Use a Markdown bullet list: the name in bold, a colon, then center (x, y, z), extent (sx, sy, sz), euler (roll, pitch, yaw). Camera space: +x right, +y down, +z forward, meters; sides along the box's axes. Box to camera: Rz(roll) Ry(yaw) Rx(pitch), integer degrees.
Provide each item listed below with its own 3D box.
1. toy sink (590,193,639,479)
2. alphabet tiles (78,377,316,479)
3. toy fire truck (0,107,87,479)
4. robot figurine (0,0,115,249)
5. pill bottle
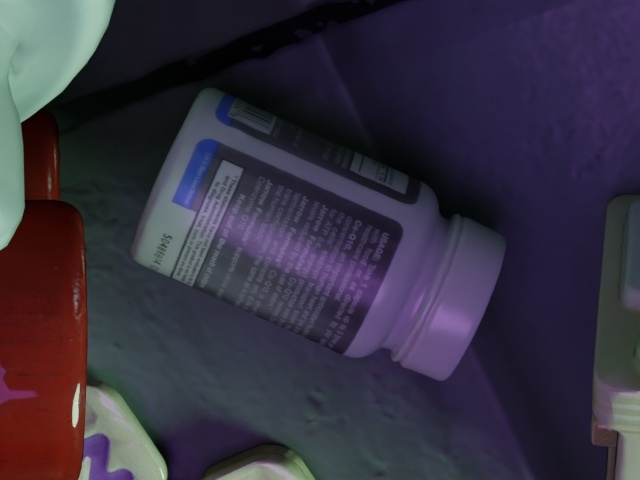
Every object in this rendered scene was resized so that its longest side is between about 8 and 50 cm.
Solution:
- **toy sink**: center (0.168, 0.064, 0.639), extent (0.131, 0.153, 0.234), euler (4, 119, 9)
- **alphabet tiles**: center (-0.102, 0.202, 0.835), extent (0.284, 0.021, 0.278), euler (-25, 108, 21)
- **toy fire truck**: center (-0.180, 0.090, 0.634), extent (0.169, 0.302, 0.254), euler (-1, 109, -12)
- **robot figurine**: center (-0.166, -0.157, 0.501), extent (0.300, 0.353, 0.200), euler (-15, 154, 11)
- **pill bottle**: center (0.000, 0.000, 0.676), extent (0.137, 0.078, 0.078), euler (25, 119, -3)
